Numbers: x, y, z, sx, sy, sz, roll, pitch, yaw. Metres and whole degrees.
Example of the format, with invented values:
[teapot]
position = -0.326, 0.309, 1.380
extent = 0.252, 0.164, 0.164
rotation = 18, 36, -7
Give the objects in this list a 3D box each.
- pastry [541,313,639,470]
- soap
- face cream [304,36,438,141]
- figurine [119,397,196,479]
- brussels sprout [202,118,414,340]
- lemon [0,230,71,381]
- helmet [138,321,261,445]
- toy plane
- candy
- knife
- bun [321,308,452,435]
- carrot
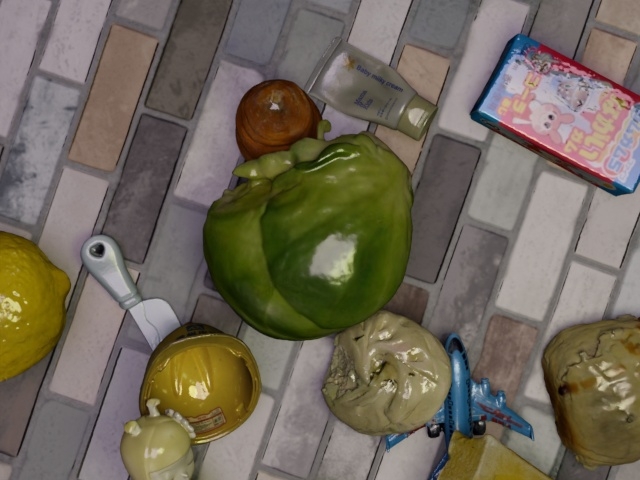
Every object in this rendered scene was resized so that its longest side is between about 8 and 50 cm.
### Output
[pastry]
position = 0.513, 0.261, 1.769
extent = 0.236, 0.170, 0.256
rotation = -15, 96, 3
[soap]
position = 0.319, 0.465, 1.716
extent = 0.315, 0.091, 0.199
rotation = 39, 59, -26
[face cream]
position = 0.090, -0.255, 1.823
extent = 0.224, 0.070, 0.114
rotation = 31, 91, 9
[figurine]
position = -0.254, 0.444, 1.738
extent = 0.274, 0.226, 0.394
rotation = 3, 118, 36
[brussels sprout]
position = 0.000, 0.000, 1.722
extent = 0.371, 0.276, 0.315
rotation = -41, 74, 4
[lemon]
position = -0.564, 0.112, 1.729
extent = 0.310, 0.253, 0.253
rotation = -16, 91, 2
[helmet]
position = -0.213, 0.214, 1.770
extent = 0.205, 0.140, 0.257
rotation = -8, 127, -14
[toy plane]
position = 0.235, 0.292, 1.801
extent = 0.254, 0.105, 0.271
rotation = -4, 90, 0
[candy]
position = 0.428, -0.212, 1.798
extent = 0.306, 0.100, 0.157
rotation = 29, 90, -1
[knife]
position = -0.304, 0.128, 1.840
extent = 0.080, 0.044, 0.331
rotation = -35, 96, -7
[bun]
position = 0.098, 0.222, 1.758
extent = 0.237, 0.116, 0.210
rotation = -25, 66, 23
[carrot]
position = -0.067, -0.199, 1.743
extent = 0.159, 0.225, 0.159
rotation = 0, 86, -2
